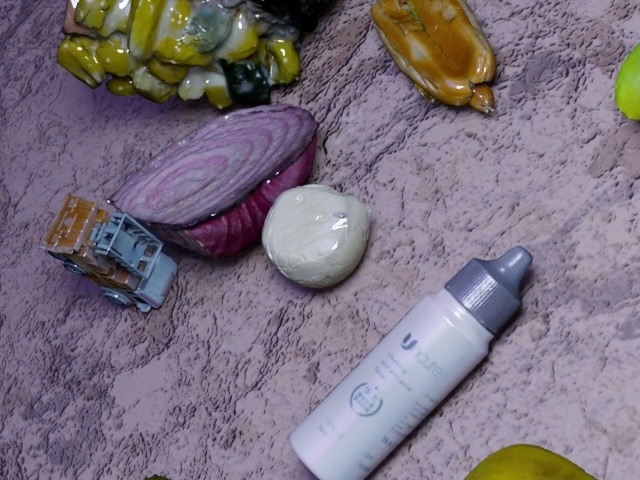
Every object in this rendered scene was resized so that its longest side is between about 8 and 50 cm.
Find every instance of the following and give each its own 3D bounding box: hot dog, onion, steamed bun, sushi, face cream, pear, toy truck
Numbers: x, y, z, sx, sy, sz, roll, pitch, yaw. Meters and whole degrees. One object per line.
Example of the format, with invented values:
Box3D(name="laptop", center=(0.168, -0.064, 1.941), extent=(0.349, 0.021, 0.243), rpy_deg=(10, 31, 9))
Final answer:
Box3D(name="hot dog", center=(0.136, -0.230, 1.895), extent=(0.109, 0.072, 0.269), rpy_deg=(-42, 42, 13))
Box3D(name="onion", center=(-0.102, -0.059, 1.966), extent=(0.247, 0.111, 0.250), rpy_deg=(-36, 26, -17))
Box3D(name="steamed bun", center=(0.000, 0.000, 1.839), extent=(0.130, 0.091, 0.112), rpy_deg=(0, 67, 38))
Box3D(name="sushi", center=(-0.145, -0.301, 2.025), extent=(0.329, 0.328, 0.285), rpy_deg=(12, 84, 30))
Box3D(name="face cream", center=(0.103, 0.123, 1.670), extent=(0.311, 0.092, 0.092), rpy_deg=(-45, 43, 7))
Box3D(name="pear", center=(0.185, 0.262, 1.464), extent=(0.149, 0.149, 0.162), rpy_deg=(22, 74, 46))
Box3D(name="toy truck", center=(-0.238, 0.020, 1.972), extent=(0.115, 0.178, 0.080), rpy_deg=(10, 69, 35))

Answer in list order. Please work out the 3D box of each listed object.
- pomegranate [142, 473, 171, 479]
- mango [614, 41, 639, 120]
Box3D(name="pomegranate", center=(-0.178, 0.303, 1.811), extent=(0.073, 0.073, 0.084), rpy_deg=(-37, 80, 16))
Box3D(name="mango", center=(0.397, -0.191, 1.616), extent=(0.233, 0.111, 0.125), rpy_deg=(-37, 40, 17))
